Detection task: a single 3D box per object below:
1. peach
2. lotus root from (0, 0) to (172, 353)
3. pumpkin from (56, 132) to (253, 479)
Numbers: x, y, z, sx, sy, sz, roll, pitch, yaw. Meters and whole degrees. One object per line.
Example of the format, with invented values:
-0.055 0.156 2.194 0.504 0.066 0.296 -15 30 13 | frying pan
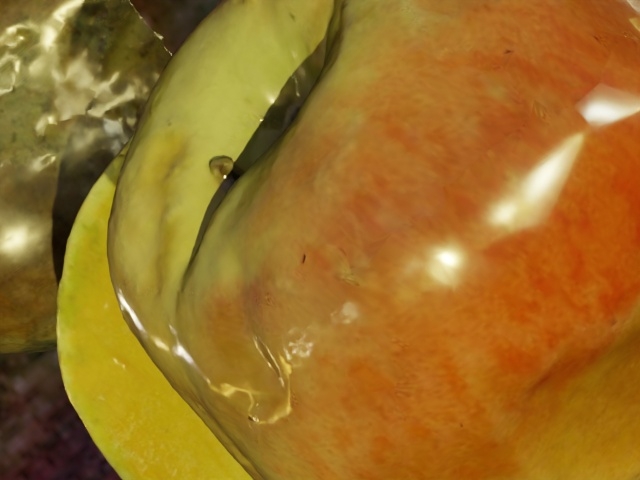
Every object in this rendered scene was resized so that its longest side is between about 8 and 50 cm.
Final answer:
0.047 0.006 0.630 0.214 0.235 0.214 -21 48 26 | peach
-0.208 -0.042 1.217 0.260 0.267 0.149 -41 20 -14 | lotus root
0.026 0.015 1.029 0.332 0.332 0.199 -36 16 9 | pumpkin
